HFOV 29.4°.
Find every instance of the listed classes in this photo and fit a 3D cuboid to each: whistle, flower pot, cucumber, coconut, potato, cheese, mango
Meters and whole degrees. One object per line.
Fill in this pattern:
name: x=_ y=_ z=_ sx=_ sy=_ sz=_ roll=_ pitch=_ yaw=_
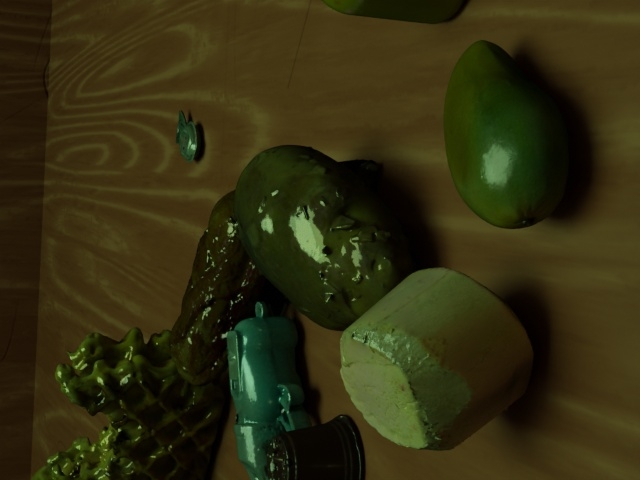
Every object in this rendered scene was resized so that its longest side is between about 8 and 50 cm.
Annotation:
whistle: x=-0.069 y=0.214 z=1.553 sx=0.186 sy=0.093 sz=0.274 roll=169 pitch=99 yaw=-66
flower pot: x=-0.012 y=0.257 z=1.405 sx=0.111 sy=0.089 sz=0.111 roll=-178 pitch=90 yaw=-67
cucumber: x=0.029 y=-0.077 z=1.411 sx=0.034 sy=0.033 sz=0.135 roll=-53 pitch=21 yaw=-11
coconut: x=0.106 y=0.098 z=1.072 sx=0.147 sy=0.153 sz=0.147 roll=34 pitch=142 yaw=33
potato: x=0.000 y=0.000 z=1.323 sx=0.296 sy=0.141 sz=0.191 roll=28 pitch=138 yaw=55
cheese: x=-0.219 y=-0.168 z=2.010 sx=0.120 sy=0.026 sz=0.067 roll=-128 pitch=46 yaw=-58
mango: x=0.157 y=-0.086 z=1.055 sx=0.191 sy=0.085 sz=0.122 roll=-105 pitch=16 yaw=-55

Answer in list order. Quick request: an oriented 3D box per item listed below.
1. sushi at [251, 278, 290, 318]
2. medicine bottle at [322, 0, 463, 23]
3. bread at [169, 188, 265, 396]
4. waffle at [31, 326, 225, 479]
sushi: x=-0.106 y=0.058 z=1.705 sx=0.279 sy=0.043 sz=0.192 roll=124 pitch=141 yaw=-51
medicine bottle: x=0.032 y=-0.280 z=1.186 sx=0.122 sy=0.212 sz=0.122 roll=-178 pitch=90 yaw=-67
bread: x=-0.142 y=0.082 z=1.629 sx=0.124 sy=0.084 sz=0.344 roll=-109 pitch=36 yaw=-52
waffle: x=-0.292 y=0.292 z=1.851 sx=0.151 sy=0.261 sz=0.324 roll=-108 pitch=32 yaw=-54
